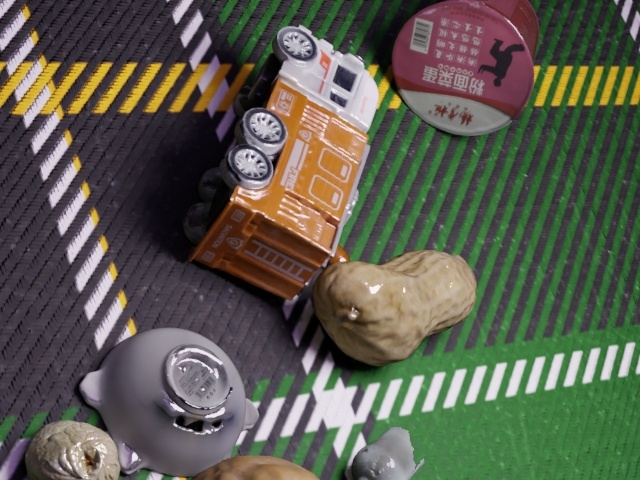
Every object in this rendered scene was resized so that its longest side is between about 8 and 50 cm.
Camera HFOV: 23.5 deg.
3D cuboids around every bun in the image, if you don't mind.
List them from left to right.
[{"bbox_3d":[-0.289,0.260,1.816,0.115,0.069,0.115,19,50,-24],"label":"bun"}]

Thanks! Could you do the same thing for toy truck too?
[{"bbox_3d":[-0.039,-0.113,2.173,0.207,0.173,0.387,28,48,-10],"label":"toy truck"}]

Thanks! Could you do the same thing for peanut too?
[{"bbox_3d":[0.103,0.094,2.166,0.143,0.159,0.291,31,24,34],"label":"peanut"}]

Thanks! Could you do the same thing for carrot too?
[{"bbox_3d":[0.000,0.000,2.228,0.142,0.035,0.035,49,45,13],"label":"carrot"}]

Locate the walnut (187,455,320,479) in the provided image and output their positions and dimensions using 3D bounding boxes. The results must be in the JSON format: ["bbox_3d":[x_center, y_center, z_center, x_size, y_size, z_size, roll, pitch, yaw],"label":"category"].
[{"bbox_3d":[-0.083,0.388,1.744,0.285,0.285,0.296,37,52,-9],"label":"walnut"}]

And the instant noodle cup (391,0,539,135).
[{"bbox_3d":[0.251,-0.311,2.497,0.235,0.235,0.178,41,36,-5],"label":"instant noodle cup"}]

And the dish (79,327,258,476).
[{"bbox_3d":[-0.166,0.199,1.933,0.236,0.086,0.228,-12,69,-40],"label":"dish"}]

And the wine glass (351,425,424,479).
[{"bbox_3d":[0.058,0.322,2.016,0.079,0.079,0.195,50,47,4],"label":"wine glass"}]
